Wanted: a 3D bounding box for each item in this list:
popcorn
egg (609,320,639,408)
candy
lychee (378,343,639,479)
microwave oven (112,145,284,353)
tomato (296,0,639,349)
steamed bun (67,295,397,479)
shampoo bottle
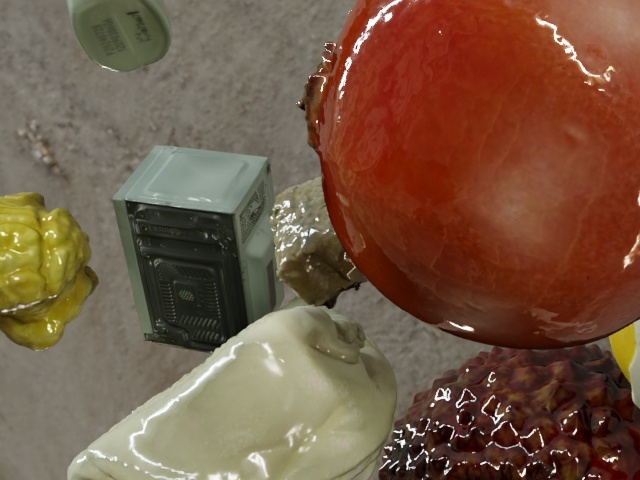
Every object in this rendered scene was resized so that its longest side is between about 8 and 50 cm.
[{"bbox_3d":[-0.391,0.043,1.325,0.226,0.200,0.203,-4,106,37],"label":"popcorn"},{"bbox_3d":[0.445,0.053,1.034,0.283,0.283,0.345,41,145,19],"label":"egg"},{"bbox_3d":[0.000,0.000,0.916,0.095,0.110,0.085,-24,134,17],"label":"candy"},{"bbox_3d":[0.266,0.352,1.322,0.424,0.500,0.424,43,159,21],"label":"lychee"},{"bbox_3d":[-0.130,0.015,1.160,0.162,0.122,0.208,8,128,16],"label":"microwave oven"},{"bbox_3d":[0.152,-0.079,0.730,0.321,0.321,0.321,34,146,28],"label":"tomato"},{"bbox_3d":[-0.063,0.224,1.019,0.237,0.346,0.394,54,145,3],"label":"steamed bun"},{"bbox_3d":[-0.214,-0.331,0.917,0.134,0.078,0.359,67,-175,-66],"label":"shampoo bottle"}]
